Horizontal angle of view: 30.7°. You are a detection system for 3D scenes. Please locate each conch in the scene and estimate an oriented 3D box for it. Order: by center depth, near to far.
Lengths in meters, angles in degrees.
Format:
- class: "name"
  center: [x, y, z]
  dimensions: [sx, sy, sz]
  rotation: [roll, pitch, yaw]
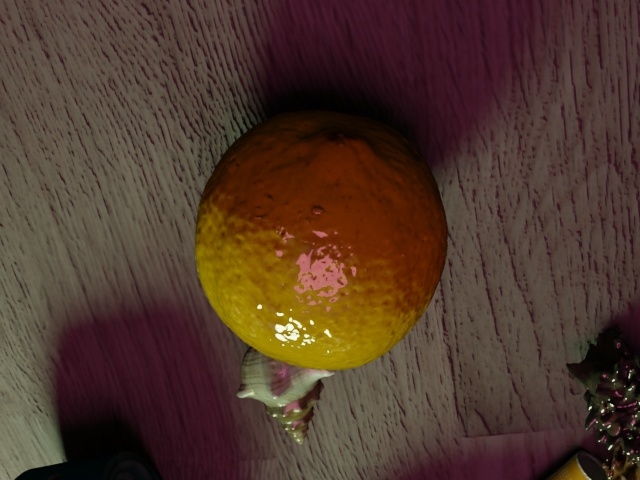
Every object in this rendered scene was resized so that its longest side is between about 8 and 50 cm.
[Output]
- class: "conch"
  center: [-0.029, 0.147, 1.429]
  dimensions: [0.137, 0.114, 0.233]
  rotation: [5, 119, -16]

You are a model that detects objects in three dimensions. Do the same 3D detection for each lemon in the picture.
- class: "lemon"
  center: [0.000, -0.001, 1.235]
  dimensions: [0.293, 0.293, 0.293]
  rotation: [2, 124, 2]

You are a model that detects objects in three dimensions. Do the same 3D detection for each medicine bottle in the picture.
- class: "medicine bottle"
  center: [0.295, 0.372, 1.581]
  dimensions: [0.074, 0.074, 0.218]
  rotation: [33, 118, -17]

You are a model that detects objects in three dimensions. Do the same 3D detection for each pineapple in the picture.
- class: "pineapple"
  center: [0.436, 0.273, 1.452]
  dimensions: [0.202, 0.202, 0.362]
  rotation: [-25, 105, 18]

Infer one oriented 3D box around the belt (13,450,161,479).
- class: "belt"
  center: [-0.273, 0.480, 1.546]
  dimensions: [0.173, 0.300, 0.436]
  rotation: [-15, 122, 13]
